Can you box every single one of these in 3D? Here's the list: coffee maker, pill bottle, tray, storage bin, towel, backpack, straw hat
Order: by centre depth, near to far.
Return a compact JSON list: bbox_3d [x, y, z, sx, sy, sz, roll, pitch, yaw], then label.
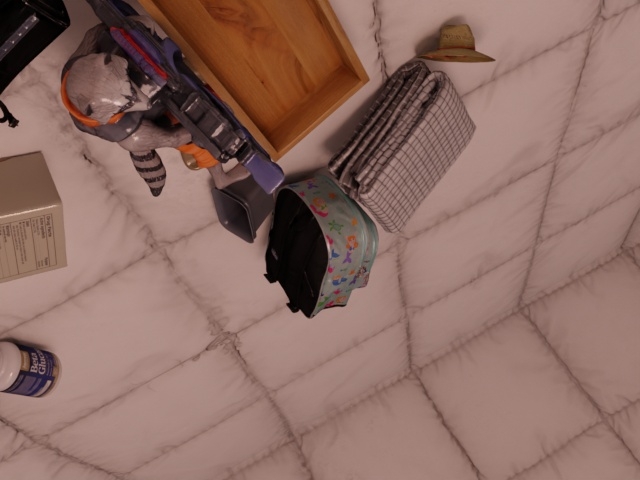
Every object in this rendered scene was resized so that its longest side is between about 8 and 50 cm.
[{"bbox_3d":[-0.382,-0.236,0.835,0.178,0.120,0.171,-38,171,14],"label":"coffee maker"},{"bbox_3d":[-0.091,-0.296,0.997,0.203,0.076,0.411,-41,146,1],"label":"tray"},{"bbox_3d":[0.244,-0.354,1.281,0.144,0.144,0.061,-5,102,-39],"label":"straw hat"},{"bbox_3d":[-0.140,-0.077,1.332,0.091,0.098,0.135,-51,159,-25],"label":"storage bin"},{"bbox_3d":[-0.590,0.247,1.381,0.094,0.094,0.169,-37,151,9],"label":"pill bottle"},{"bbox_3d":[0.159,-0.174,1.381,0.284,0.121,0.235,-53,151,0],"label":"towel"},{"bbox_3d":[0.000,0.000,1.437,0.191,0.225,0.253,-21,142,-25],"label":"backpack"}]

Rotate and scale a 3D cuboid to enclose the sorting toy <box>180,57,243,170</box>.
[{"bbox_3d":[-0.091,-0.236,1.168,0.307,0.041,0.229,-24,150,-14],"label":"sorting toy"}]

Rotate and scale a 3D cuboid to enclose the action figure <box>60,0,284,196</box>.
[{"bbox_3d":[-0.195,-0.131,0.894,0.178,0.341,0.330,-44,165,2],"label":"action figure"}]

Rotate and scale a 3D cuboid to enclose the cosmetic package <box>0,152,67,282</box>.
[{"bbox_3d":[-0.534,-0.008,1.023,0.309,0.113,0.160,-16,148,-28],"label":"cosmetic package"}]
